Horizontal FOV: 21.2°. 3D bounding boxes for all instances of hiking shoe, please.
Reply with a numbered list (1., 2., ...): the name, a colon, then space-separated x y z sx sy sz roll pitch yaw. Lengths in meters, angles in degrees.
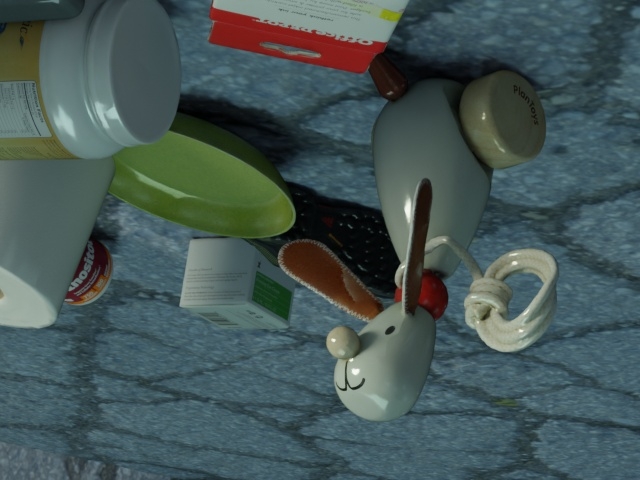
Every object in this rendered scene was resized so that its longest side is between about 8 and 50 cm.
1. hiking shoe: 0.000 0.000 1.873 0.227 0.086 0.114 27 164 -25

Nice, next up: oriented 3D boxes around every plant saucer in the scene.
1. plant saucer: -0.134 -0.072 1.702 0.241 0.037 0.241 16 160 6

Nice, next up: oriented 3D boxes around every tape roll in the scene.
1. tape roll: -0.342 -0.040 1.670 0.246 0.169 0.246 17 160 6

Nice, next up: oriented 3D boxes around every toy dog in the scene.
1. toy dog: 0.066 -0.033 1.419 0.220 0.333 0.161 -35 122 30

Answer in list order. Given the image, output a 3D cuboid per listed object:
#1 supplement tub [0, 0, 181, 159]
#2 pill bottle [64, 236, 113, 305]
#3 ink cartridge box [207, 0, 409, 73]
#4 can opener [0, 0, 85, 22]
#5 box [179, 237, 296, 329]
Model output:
1. supplement tub: -0.231 -0.138 1.412 0.200 0.144 0.144 0 161 23
2. pill bottle: -0.318 0.017 2.032 0.086 0.086 0.152 -1 161 26
3. ink cartridge box: -0.001 -0.204 1.215 0.134 0.078 0.231 11 162 -7
4. can opener: -0.318 -0.208 1.347 0.280 0.074 0.093 2 161 17
5. box: -0.096 0.052 2.040 0.102 0.087 0.101 -3 159 30
